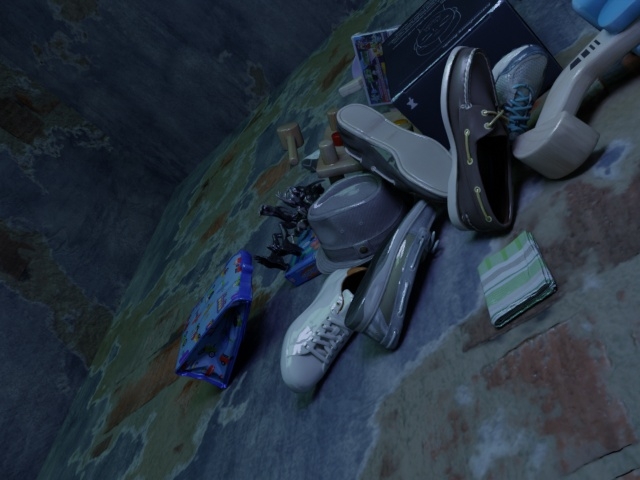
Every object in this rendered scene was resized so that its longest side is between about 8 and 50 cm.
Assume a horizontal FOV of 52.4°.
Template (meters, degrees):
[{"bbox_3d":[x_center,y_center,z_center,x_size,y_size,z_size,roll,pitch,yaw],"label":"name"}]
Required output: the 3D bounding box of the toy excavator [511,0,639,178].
[{"bbox_3d":[0.510,-0.361,1.089,0.445,0.222,0.432,-49,18,44],"label":"toy excavator"}]

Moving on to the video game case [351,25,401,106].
[{"bbox_3d":[0.192,-0.463,1.733,0.184,0.201,0.023,-1,33,29],"label":"video game case"}]

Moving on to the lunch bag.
[{"bbox_3d":[-0.237,0.172,1.601,0.221,0.138,0.293,-97,31,-61],"label":"lunch bag"}]

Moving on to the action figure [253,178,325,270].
[{"bbox_3d":[-0.078,-0.068,1.659,0.164,0.141,0.275,-43,21,52],"label":"action figure"}]

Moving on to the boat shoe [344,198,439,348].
[{"bbox_3d":[0.153,0.054,1.226,0.320,0.103,0.118,-59,4,-35],"label":"boat shoe"}]

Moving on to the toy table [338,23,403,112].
[{"bbox_3d":[0.187,-0.492,1.838,0.274,0.252,0.161,-32,15,40],"label":"toy table"}]

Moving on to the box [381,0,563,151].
[{"bbox_3d":[0.320,-0.414,1.465,0.293,0.212,0.395,-39,24,25],"label":"box"}]

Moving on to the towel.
[{"bbox_3d":[0.299,0.056,1.016,0.113,0.023,0.152,-40,24,24],"label":"towel"}]

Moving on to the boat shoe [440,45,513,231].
[{"bbox_3d":[0.279,-0.175,1.122,0.097,0.117,0.324,5,100,53],"label":"boat shoe"}]

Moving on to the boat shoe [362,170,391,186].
[{"bbox_3d":[0.129,-0.158,1.641,0.063,0.066,0.184,-43,32,16],"label":"boat shoe"}]

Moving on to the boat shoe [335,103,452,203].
[{"bbox_3d":[0.161,-0.165,1.322,0.112,0.095,0.335,-36,57,-20],"label":"boat shoe"}]

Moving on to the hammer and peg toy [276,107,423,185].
[{"bbox_3d":[0.072,-0.225,1.564,0.362,0.127,0.266,-10,33,13],"label":"hammer and peg toy"}]

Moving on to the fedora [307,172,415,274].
[{"bbox_3d":[0.069,-0.056,1.439,0.276,0.124,0.243,-20,35,32],"label":"fedora"}]

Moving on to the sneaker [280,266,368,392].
[{"bbox_3d":[0.019,0.162,1.274,0.123,0.106,0.290,-23,33,53],"label":"sneaker"}]

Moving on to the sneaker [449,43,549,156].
[{"bbox_3d":[0.353,-0.220,1.209,0.122,0.110,0.283,-110,37,-53],"label":"sneaker"}]

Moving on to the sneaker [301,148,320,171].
[{"bbox_3d":[0.002,-0.266,2.068,0.152,0.053,0.061,-19,28,43],"label":"sneaker"}]

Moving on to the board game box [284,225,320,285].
[{"bbox_3d":[0.000,0.000,1.646,0.160,0.047,0.210,-30,30,42],"label":"board game box"}]
